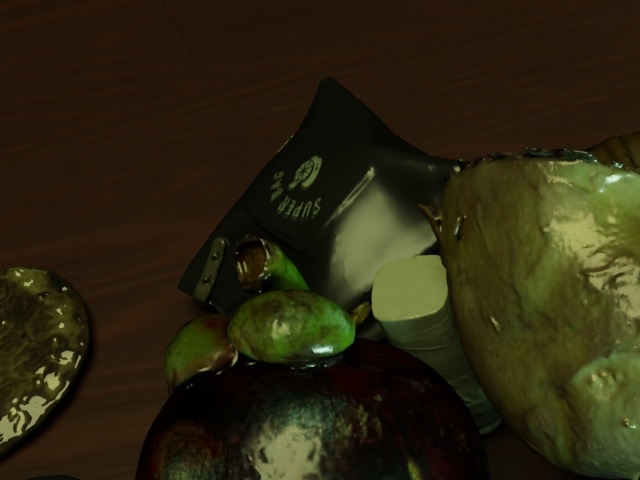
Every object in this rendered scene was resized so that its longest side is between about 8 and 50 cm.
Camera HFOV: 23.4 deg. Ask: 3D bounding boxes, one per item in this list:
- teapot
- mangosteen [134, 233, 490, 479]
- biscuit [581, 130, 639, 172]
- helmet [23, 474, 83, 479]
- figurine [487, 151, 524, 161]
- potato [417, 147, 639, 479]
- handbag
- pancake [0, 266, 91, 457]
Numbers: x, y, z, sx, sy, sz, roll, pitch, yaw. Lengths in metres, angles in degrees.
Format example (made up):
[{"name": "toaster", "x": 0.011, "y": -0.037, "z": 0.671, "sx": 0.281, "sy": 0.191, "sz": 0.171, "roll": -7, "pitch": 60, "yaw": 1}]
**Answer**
[{"name": "teapot", "x": 0.100, "y": 0.107, "z": 1.430, "sx": 0.107, "sy": 0.200, "sz": 0.077, "roll": -12, "pitch": 46, "yaw": 19}, {"name": "mangosteen", "x": -0.012, "y": 0.180, "z": 1.329, "sx": 0.306, "sy": 0.306, "sz": 0.359, "roll": -12, "pitch": 79, "yaw": 10}, {"name": "biscuit", "x": 0.325, "y": 0.032, "z": 1.474, "sx": 0.332, "sy": 0.103, "sz": 0.332, "roll": -9, "pitch": 53, "yaw": 12}, {"name": "helmet", "x": -0.228, "y": 0.357, "z": 1.378, "sx": 0.231, "sy": 0.160, "sz": 0.278, "roll": 7, "pitch": 76, "yaw": 33}, {"name": "figurine", "x": 0.197, "y": -0.057, "z": 1.602, "sx": 0.071, "sy": 0.083, "sz": 0.067, "roll": 46, "pitch": 121, "yaw": 13}, {"name": "potato", "x": 0.225, "y": 0.077, "z": 1.272, "sx": 0.301, "sy": 0.289, "sz": 0.237, "roll": 13, "pitch": 79, "yaw": -12}, {"name": "handbag", "x": 0.000, "y": 0.000, "z": 1.556, "sx": 0.288, "sy": 0.152, "sz": 0.342, "roll": -48, "pitch": 34, "yaw": -2}, {"name": "pancake", "x": -0.393, "y": 0.133, "z": 1.683, "sx": 0.286, "sy": 0.033, "sz": 0.288, "roll": 29, "pitch": 68, "yaw": 35}]
